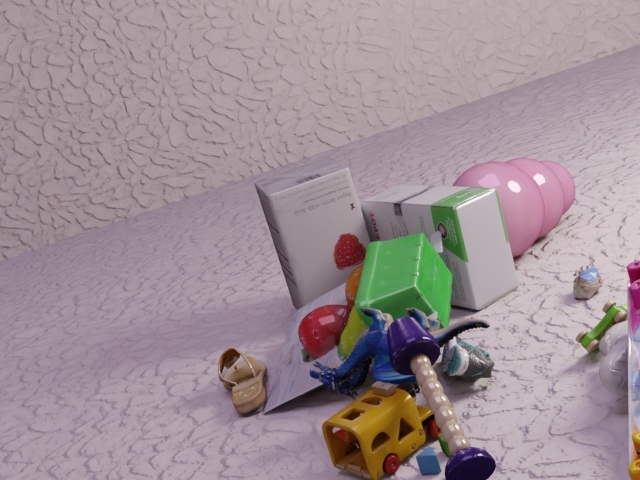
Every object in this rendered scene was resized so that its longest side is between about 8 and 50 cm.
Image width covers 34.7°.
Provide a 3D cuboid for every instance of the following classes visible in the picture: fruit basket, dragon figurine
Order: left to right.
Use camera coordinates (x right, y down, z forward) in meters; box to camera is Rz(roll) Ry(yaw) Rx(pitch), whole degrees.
[{"bbox_3d":[0.071,0.150,1.837,0.353,0.165,0.327,-36,18,25],"label":"fruit basket"},{"bbox_3d":[0.128,0.182,1.592,0.289,0.144,0.085,0,-13,23],"label":"dragon figurine"}]

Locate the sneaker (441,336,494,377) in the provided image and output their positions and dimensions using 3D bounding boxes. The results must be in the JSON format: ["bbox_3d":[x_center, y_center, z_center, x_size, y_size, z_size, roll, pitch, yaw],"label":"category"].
[{"bbox_3d":[0.241,0.197,1.676,0.076,0.065,0.166,14,6,-2],"label":"sneaker"}]

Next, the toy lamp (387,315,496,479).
[{"bbox_3d":[0.158,0.217,1.438,0.080,0.080,0.275,-18,44,-3],"label":"toy lamp"}]

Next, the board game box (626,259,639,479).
[{"bbox_3d":[0.579,0.139,1.278,0.390,0.050,0.390,-10,38,24],"label":"board game box"}]

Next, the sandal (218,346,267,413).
[{"bbox_3d":[-0.149,0.233,1.877,0.088,0.079,0.240,-26,15,-3],"label":"sandal"}]

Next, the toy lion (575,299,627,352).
[{"bbox_3d":[0.455,0.137,1.613,0.100,0.096,0.034,-49,58,7],"label":"toy lion"}]

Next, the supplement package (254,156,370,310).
[{"bbox_3d":[0.000,0.000,2.126,0.177,0.293,0.175,-20,16,-9],"label":"supplement package"}]

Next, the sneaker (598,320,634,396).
[{"bbox_3d":[0.454,0.169,1.506,0.115,0.090,0.232,-11,7,43],"label":"sneaker"}]

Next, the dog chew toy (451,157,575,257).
[{"bbox_3d":[0.418,-0.083,2.163,0.332,0.206,0.206,-21,15,-40],"label":"dog chew toy"}]

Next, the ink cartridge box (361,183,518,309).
[{"bbox_3d":[0.230,0.004,2.023,0.121,0.211,0.289,-25,18,-30],"label":"ink cartridge box"}]

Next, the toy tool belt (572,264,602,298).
[{"bbox_3d":[0.481,0.067,1.843,0.052,0.051,0.083,-3,21,40],"label":"toy tool belt"}]

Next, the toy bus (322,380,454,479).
[{"bbox_3d":[0.100,0.261,1.507,0.191,0.104,0.202,-15,17,7],"label":"toy bus"}]
